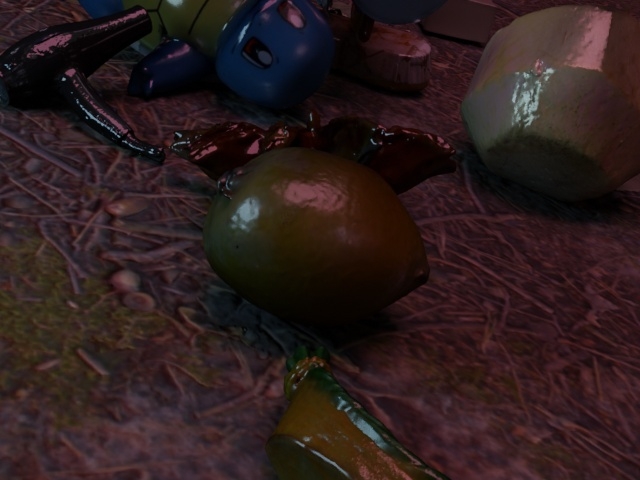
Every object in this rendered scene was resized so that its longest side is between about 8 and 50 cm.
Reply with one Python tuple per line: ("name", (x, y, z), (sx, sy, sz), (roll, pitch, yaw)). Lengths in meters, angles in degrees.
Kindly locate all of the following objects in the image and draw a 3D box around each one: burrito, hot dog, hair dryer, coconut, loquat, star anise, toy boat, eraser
("burrito", (0.032, -0.364, 1.571), (0.074, 0.044, 0.118), (24, 26, 10))
("hot dog", (0.046, -0.282, 1.406), (0.252, 0.069, 0.131), (17, 36, 10))
("hair dryer", (-0.223, -0.158, 1.029), (0.195, 0.075, 0.219), (-33, 66, -29))
("coconut", (0.303, -0.176, 1.166), (0.259, 0.259, 0.259), (12, 28, -6))
("loquat", (0.000, 0.000, 0.771), (0.195, 0.152, 0.152), (26, 23, -21))
("star anise", (-0.012, -0.082, 0.913), (0.288, 0.088, 0.288), (2, 4, 0))
("toy boat", (0.037, 0.138, 0.586), (0.088, 0.089, 0.229), (-26, 43, -33))
("eraser", (0.239, -0.455, 1.806), (0.124, 0.081, 0.279), (11, 27, -9))

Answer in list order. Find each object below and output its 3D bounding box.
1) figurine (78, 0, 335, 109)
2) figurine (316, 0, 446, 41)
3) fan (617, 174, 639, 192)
("figurine", (-0.173, -0.308, 1.214), (0.416, 0.298, 0.243), (34, -12, 39))
("figurine", (0.002, -0.441, 1.319), (0.248, 0.277, 0.388), (-6, 36, -26))
("fan", (0.358, -0.150, 1.375), (0.190, 0.009, 0.329), (9, 28, -11))
